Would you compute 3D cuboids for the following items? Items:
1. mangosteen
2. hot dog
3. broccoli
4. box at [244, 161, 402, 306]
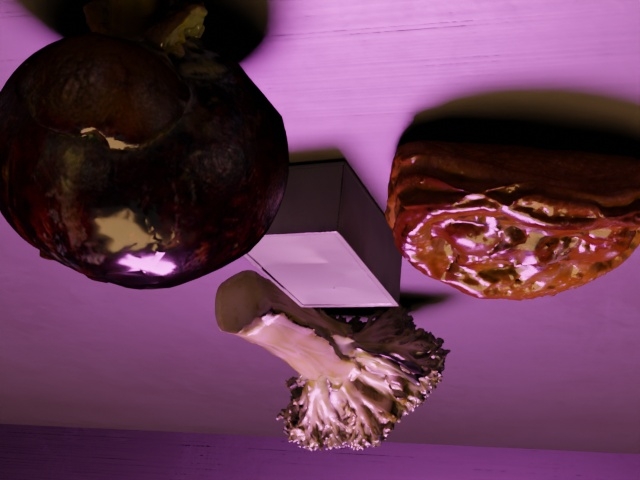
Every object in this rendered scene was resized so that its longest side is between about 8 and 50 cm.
[{"bbox_3d":[-0.129,-0.099,0.667,0.231,0.231,0.289,10,123,-11],"label":"mangosteen"},{"bbox_3d":[0.200,-0.023,0.854,0.272,0.122,0.196,8,152,-2],"label":"hot dog"},{"bbox_3d":[-0.018,0.160,1.240,0.361,0.221,0.252,23,150,-30],"label":"broccoli"},{"bbox_3d":[0.000,0.000,1.003,0.129,0.086,0.225,-2,157,21],"label":"box"}]
